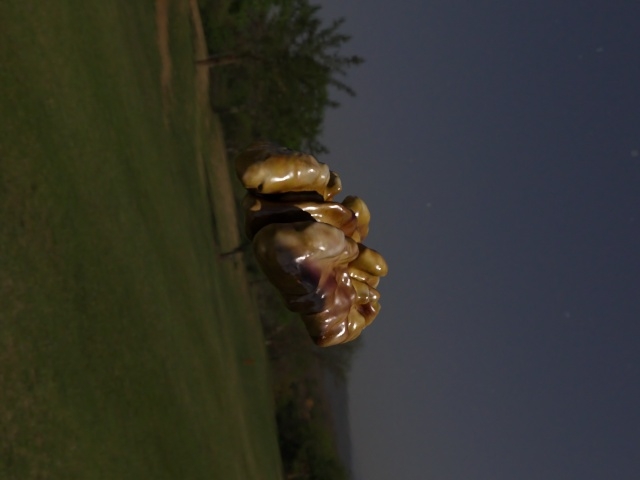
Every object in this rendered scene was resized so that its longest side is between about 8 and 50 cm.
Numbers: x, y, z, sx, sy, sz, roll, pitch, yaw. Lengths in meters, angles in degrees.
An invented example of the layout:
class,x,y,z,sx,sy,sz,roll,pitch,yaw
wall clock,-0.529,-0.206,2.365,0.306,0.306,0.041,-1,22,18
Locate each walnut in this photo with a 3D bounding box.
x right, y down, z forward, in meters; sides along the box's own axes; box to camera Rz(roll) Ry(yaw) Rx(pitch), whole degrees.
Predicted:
class,x,y,z,sx,sy,sz,roll,pitch,yaw
walnut,0.000,0.000,0.649,0.170,0.069,0.143,41,30,-63
